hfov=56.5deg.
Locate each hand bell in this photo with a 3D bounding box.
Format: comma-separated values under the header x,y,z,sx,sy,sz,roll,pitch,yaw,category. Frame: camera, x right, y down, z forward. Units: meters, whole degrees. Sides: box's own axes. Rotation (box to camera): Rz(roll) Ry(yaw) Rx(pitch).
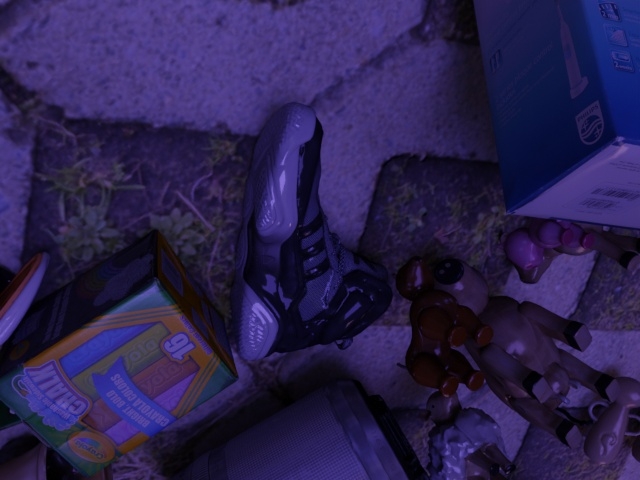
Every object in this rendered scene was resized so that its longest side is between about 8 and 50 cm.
x,y,z,sx,sy,sz,roll,pitch,yaw,category
-0.354,0.271,0.606,0.242,0.126,0.126,-17,114,3,hand bell

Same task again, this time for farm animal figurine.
x,y,z,sx,sy,sz,roll,pitch,yaw,category
0.210,0.074,0.649,0.330,0.172,0.326,-30,118,-18,farm animal figurine

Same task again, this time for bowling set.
x,y,z,sx,sy,sz,roll,pitch,yaw,category
0.527,0.270,0.838,0.287,0.200,0.154,23,100,21,bowling set

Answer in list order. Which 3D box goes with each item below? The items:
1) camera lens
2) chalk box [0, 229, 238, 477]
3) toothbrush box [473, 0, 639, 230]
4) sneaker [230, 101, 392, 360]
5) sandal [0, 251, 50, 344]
x,y,z,sx,sy,sz,roll,pitch,yaw,category
-0.019,0.296,0.635,0.274,0.219,0.219,-29,115,-4,camera lens
-0.206,0.114,0.561,0.213,0.132,0.132,-33,115,-1,chalk box
0.261,-0.166,0.510,0.217,0.126,0.295,5,68,-19,toothbrush box
0.000,0.000,0.599,0.153,0.101,0.268,4,115,-18,sneaker
-0.354,0.096,0.528,0.265,0.102,0.076,-42,116,5,sandal
